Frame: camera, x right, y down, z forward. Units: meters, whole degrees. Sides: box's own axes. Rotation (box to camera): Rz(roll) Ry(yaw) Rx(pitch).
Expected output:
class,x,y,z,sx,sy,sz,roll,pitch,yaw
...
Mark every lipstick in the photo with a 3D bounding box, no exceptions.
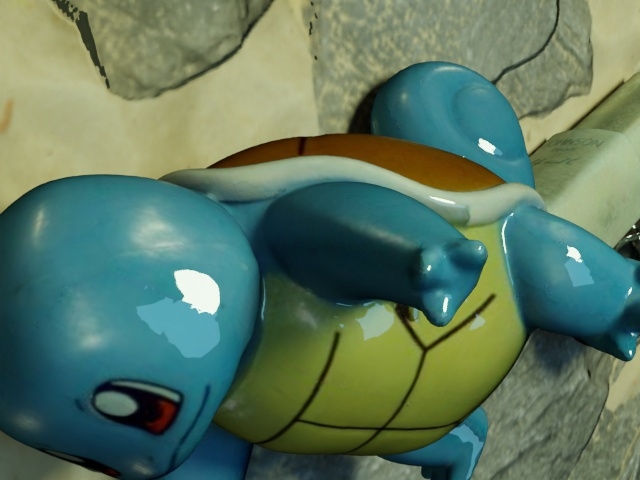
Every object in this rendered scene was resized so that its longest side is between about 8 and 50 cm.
class,x,y,z,sx,sy,sz,roll,pitch,yaw
lipstick,0.207,-0.049,0.931,0.253,0.079,0.077,-42,120,-37

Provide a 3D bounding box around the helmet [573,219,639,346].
class,x,y,z,sx,sy,sz,roll,pitch,yaw
helmet,0.221,0.032,0.961,0.123,0.070,0.098,-42,130,-43

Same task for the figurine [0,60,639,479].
class,x,y,z,sx,sy,sz,roll,pitch,yaw
figurine,0.026,0.031,0.655,0.416,0.298,0.243,-25,79,-44
